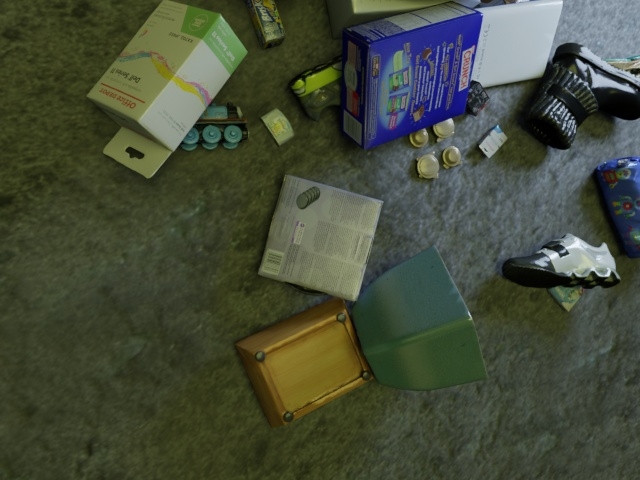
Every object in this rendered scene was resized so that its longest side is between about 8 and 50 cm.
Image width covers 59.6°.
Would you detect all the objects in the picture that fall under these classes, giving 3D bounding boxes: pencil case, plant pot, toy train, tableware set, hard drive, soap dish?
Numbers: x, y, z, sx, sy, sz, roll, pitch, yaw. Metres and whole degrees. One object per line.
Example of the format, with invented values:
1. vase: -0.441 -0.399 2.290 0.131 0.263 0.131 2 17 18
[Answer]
1. pencil case: 0.913 -0.101 1.625 0.119 0.133 0.306 -31 101 -44
2. plant pot: 0.218 0.211 1.332 0.252 0.248 0.247 -22 131 6
3. toy train: -0.258 -0.269 1.298 0.184 0.080 0.105 -5 86 -17
4. tableware set: 0.308 -0.251 1.499 0.141 0.020 0.169 -18 96 -14
5. hard drive: 0.472 -0.513 1.478 0.318 0.040 0.210 -14 133 -16
6. soap dish: -0.026 0.292 1.345 0.291 0.118 0.229 -24 97 -14

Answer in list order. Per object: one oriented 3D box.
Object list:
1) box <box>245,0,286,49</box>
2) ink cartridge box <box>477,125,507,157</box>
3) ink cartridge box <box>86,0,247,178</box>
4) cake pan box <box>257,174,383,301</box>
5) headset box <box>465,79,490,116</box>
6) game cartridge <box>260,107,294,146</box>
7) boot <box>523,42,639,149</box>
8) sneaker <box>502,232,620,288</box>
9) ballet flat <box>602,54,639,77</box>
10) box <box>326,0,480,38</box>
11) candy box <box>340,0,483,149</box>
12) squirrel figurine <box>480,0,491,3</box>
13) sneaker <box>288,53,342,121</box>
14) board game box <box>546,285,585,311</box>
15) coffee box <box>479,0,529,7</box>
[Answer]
1. box: -0.140 -0.554 1.342 0.054 0.059 0.169 -20 96 -17
2. ink cartridge box: 0.469 -0.269 1.542 0.083 0.028 0.048 -46 102 -12
3. ink cartridge box: -0.348 -0.328 1.195 0.353 0.207 0.119 -57 146 -10
4. cake pan box: 0.000 0.000 1.344 0.245 0.070 0.267 14 85 5
5. headset box: 0.415 -0.380 1.504 0.062 0.032 0.083 -51 134 3
6. game cartridge: -0.103 -0.281 1.376 0.056 0.017 0.083 -37 100 -17
7. boot: 0.751 -0.361 1.574 0.348 0.131 0.260 26 79 -9
8. sneaker: 0.659 0.052 1.565 0.330 0.122 0.146 4 66 -10
9. ballet flat: 0.904 -0.509 1.656 0.206 0.073 0.067 -10 107 -13
10. box: 0.192 -0.649 1.386 0.345 0.168 0.215 -12 93 -16
11. candy box: 0.210 -0.394 1.329 0.317 0.122 0.268 -21 137 -21
12. squirrel figurine: 0.326 -0.753 1.239 0.397 0.281 0.370 6 76 -30
13. sneaker: 0.067 -0.397 1.395 0.300 0.111 0.121 -27 116 -15
14. board game box: 0.713 0.142 1.620 0.090 0.020 0.090 46 79 -11
15. coffee box: 0.473 -0.733 1.507 0.141 0.098 0.246 -39 100 -13
